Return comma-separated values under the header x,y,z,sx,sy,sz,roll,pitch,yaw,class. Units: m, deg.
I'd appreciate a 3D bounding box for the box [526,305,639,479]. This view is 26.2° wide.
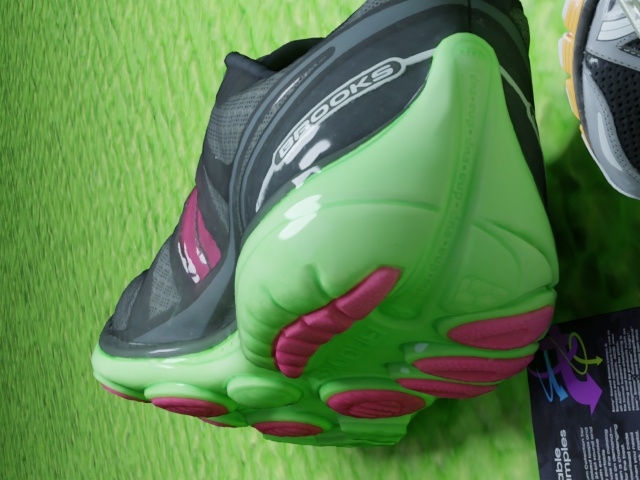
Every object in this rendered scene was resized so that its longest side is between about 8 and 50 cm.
x,y,z,sx,sy,sz,roll,pitch,yaw,class
0.139,0.085,0.569,0.162,0.029,0.116,158,109,-66,box

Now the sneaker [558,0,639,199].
x,y,z,sx,sy,sz,roll,pitch,yaw,class
0.147,-0.096,0.457,0.083,0.084,0.215,57,143,43,sneaker

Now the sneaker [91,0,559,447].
x,y,z,sx,sy,sz,roll,pitch,yaw,class
0.000,0.000,0.772,0.483,0.185,0.202,149,135,-63,sneaker

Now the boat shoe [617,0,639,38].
x,y,z,sx,sy,sz,roll,pitch,yaw,class
0.136,-0.032,0.337,0.302,0.109,0.094,60,151,36,boat shoe
